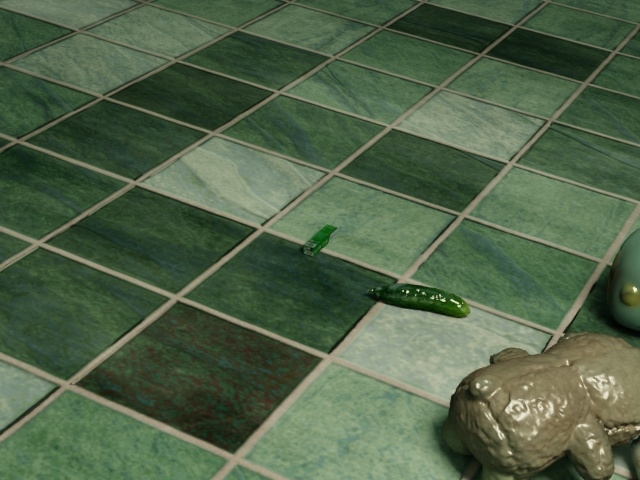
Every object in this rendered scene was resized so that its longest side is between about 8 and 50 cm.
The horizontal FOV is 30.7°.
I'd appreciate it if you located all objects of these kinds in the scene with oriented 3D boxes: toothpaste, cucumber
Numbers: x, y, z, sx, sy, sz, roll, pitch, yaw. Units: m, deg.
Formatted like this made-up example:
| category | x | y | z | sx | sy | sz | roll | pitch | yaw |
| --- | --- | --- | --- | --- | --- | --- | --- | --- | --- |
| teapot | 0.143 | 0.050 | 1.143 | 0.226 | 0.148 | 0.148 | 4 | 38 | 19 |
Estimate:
| category | x | y | z | sx | sy | sz | roll | pitch | yaw |
| --- | --- | --- | --- | --- | --- | --- | --- | --- | --- |
| toothpaste | 0.000 | 0.000 | 1.851 | 0.020 | 0.017 | 0.083 | 17 | 31 | 22 |
| cucumber | 0.146 | 0.083 | 1.721 | 0.155 | 0.037 | 0.037 | 11 | 30 | 5 |

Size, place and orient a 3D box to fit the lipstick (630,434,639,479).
| category | x | y | z | sx | sy | sz | roll | pitch | yaw |
| --- | --- | --- | --- | --- | --- | --- | --- | --- | --- |
| lipstick | 0.414 | 0.324 | 1.342 | 0.059 | 0.059 | 0.264 | 5 | 30 | -3 |

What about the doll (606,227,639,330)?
| category | x | y | z | sx | sy | sz | roll | pitch | yaw |
| --- | --- | --- | --- | --- | --- | --- | --- | --- | --- |
| doll | 0.544 | 0.090 | 1.655 | 0.161 | 0.177 | 0.261 | -16 | 34 | -41 |

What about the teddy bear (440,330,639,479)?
| category | x | y | z | sx | sy | sz | roll | pitch | yaw |
| --- | --- | --- | --- | --- | --- | --- | --- | --- | --- |
| teddy bear | 0.286 | 0.202 | 1.431 | 0.267 | 0.151 | 0.236 | -12 | 37 | -27 |
